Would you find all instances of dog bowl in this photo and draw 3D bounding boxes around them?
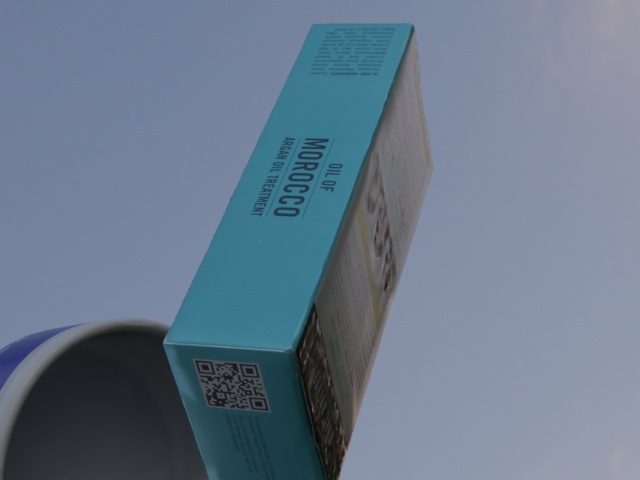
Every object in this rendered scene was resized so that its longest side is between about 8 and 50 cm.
[{"bbox_3d":[-0.184,0.200,1.116,0.265,0.104,0.265,9,-103,-44],"label":"dog bowl"}]

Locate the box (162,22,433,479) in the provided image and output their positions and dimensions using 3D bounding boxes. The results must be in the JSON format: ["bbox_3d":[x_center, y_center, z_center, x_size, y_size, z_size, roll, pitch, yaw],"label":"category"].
[{"bbox_3d":[0.000,0.000,0.659,0.244,0.060,0.100,-69,-25,-45],"label":"box"}]
